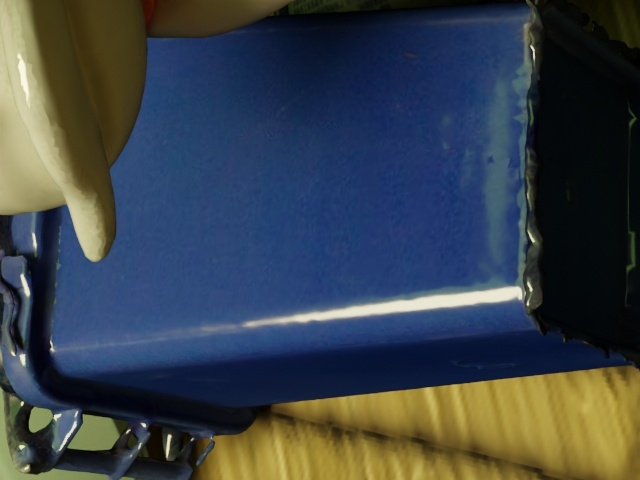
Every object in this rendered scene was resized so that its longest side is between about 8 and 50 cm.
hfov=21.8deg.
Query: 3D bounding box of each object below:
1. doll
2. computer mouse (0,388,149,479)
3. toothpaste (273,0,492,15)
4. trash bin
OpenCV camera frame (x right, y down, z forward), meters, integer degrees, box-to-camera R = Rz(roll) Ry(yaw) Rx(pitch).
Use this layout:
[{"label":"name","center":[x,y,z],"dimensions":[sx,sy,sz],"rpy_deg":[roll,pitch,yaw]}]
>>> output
[{"label":"doll","center":[-0.032,-0.125,0.562],"dimensions":[0.188,0.099,0.384],"rpy_deg":[2,37,29]},{"label":"computer mouse","center":[-0.190,0.098,0.780],"dimensions":[0.288,0.097,0.159],"rpy_deg":[-13,106,42]},{"label":"toothpaste","center":[0.063,-0.121,0.647],"dimensions":[0.268,0.047,0.069],"rpy_deg":[-11,106,49]},{"label":"trash bin","center":[0.000,0.000,0.623],"dimensions":[0.234,0.162,0.184],"rpy_deg":[-4,77,31]}]
